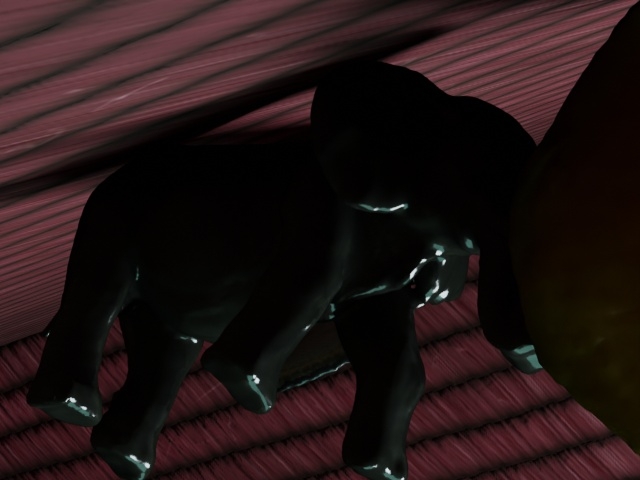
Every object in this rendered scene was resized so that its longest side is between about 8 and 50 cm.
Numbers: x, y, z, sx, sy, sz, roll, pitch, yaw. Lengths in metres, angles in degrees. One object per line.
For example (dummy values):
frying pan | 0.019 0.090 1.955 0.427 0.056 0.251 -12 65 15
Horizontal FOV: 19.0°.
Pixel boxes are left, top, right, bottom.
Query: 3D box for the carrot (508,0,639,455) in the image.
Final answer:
carrot | 0.235 -0.020 0.688 0.241 0.241 0.340 -20 177 32

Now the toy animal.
toy animal | -0.007 0.010 0.733 0.245 0.146 0.114 4 144 22

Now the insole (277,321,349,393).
insole | 0.000 0.000 0.943 0.119 0.009 0.348 -23 -164 9
